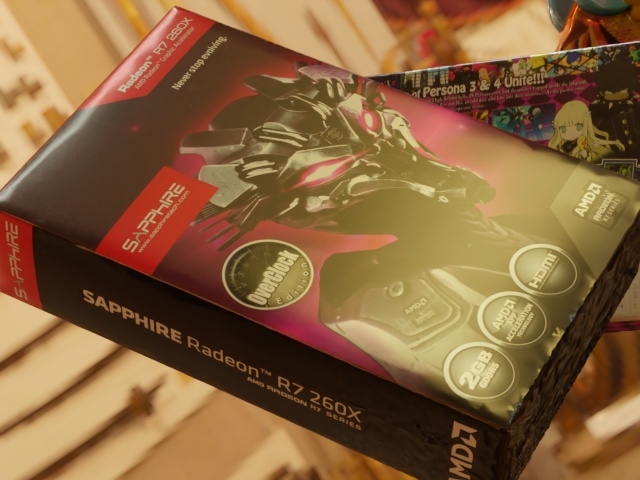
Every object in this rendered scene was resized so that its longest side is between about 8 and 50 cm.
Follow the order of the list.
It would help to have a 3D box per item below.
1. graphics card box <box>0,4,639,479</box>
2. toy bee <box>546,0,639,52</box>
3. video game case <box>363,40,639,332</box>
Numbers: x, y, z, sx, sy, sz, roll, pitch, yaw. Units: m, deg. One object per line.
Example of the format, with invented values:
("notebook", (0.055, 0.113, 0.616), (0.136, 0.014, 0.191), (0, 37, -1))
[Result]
("graphics card box", (0.000, 0.000, 1.233), (0.233, 0.371, 0.094), (-52, -23, -38))
("toy bee", (0.294, -0.227, 1.738), (0.195, 0.162, 0.298), (-97, 21, -82))
("video game case", (0.135, -0.031, 1.412), (0.232, 0.210, 0.042), (-6, -17, 23))
